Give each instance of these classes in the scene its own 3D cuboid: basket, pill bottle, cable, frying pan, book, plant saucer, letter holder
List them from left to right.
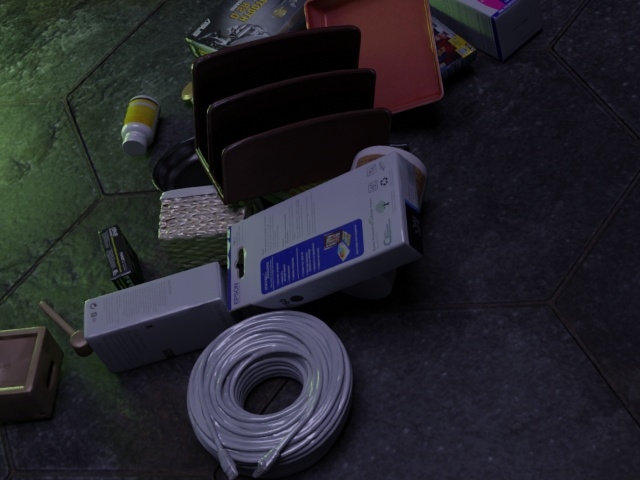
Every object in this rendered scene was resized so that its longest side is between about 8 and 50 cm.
[{"bbox_3d":[-0.350,-0.220,2.092,0.065,0.065,0.116,-6,50,14],"label":"pill bottle"},{"bbox_3d":[-0.232,-0.168,2.019,0.197,0.053,0.326,-23,39,-8],"label":"frying pan"},{"bbox_3d":[-0.186,-0.021,1.846,0.167,0.113,0.103,-5,55,14],"label":"basket"},{"bbox_3d":[-0.073,0.229,1.619,0.257,0.089,0.257,-34,49,-11],"label":"cable"},{"bbox_3d":[-0.046,-0.216,1.784,0.302,0.214,0.152,-15,46,-18],"label":"letter holder"},{"bbox_3d":[-0.026,-0.089,1.904,0.144,0.035,0.096,27,61,35],"label":"book"},{"bbox_3d":[0.090,-0.028,1.743,0.131,0.131,0.229,4,58,21],"label":"pill bottle"},{"bbox_3d":[0.102,-0.345,1.948,0.259,0.048,0.258,-13,82,35],"label":"plant saucer"}]

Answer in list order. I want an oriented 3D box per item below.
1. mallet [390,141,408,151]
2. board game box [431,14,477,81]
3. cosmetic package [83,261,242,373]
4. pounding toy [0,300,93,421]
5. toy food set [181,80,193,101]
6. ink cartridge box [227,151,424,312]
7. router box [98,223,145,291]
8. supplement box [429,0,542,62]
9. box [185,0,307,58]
[{"bbox_3d":[0.062,-0.159,1.933,0.190,0.062,0.039,4,54,3],"label":"mallet"},{"bbox_3d":[0.161,-0.334,2.020,0.194,0.060,0.194,-34,51,-9],"label":"board game box"},{"bbox_3d":[-0.252,0.127,1.743,0.231,0.117,0.085,-16,50,7],"label":"cosmetic package"},{"bbox_3d":[-0.461,0.198,1.769,0.206,0.094,0.181,-6,49,9],"label":"pounding toy"},{"bbox_3d":[-0.238,-0.302,2.134,0.083,0.020,0.082,8,50,50],"label":"toy food set"},{"bbox_3d":[0.000,0.000,1.660,0.333,0.065,0.165,-21,56,29],"label":"ink cartridge box"},{"bbox_3d":[-0.337,0.046,1.852,0.038,0.092,0.122,-24,48,-2],"label":"router box"},{"bbox_3d":[0.296,-0.448,2.035,0.111,0.114,0.220,-41,50,-15],"label":"supplement box"},{"bbox_3d":[-0.134,-0.444,2.209,0.183,0.056,0.231,25,64,33],"label":"box"}]
